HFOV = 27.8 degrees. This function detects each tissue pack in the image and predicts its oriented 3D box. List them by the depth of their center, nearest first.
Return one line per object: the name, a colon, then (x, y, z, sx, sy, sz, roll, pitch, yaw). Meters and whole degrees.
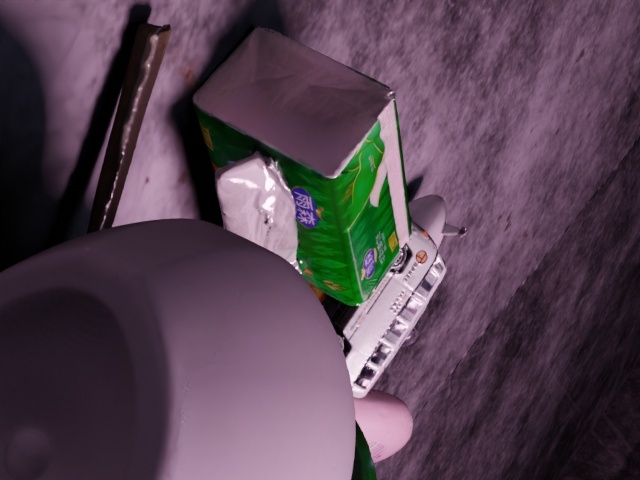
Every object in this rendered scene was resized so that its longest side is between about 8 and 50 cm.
tissue pack: (-0.023, -0.039, 1.085, 0.156, 0.148, 0.209, -52, 156, -24)

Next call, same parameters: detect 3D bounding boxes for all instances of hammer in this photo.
hammer: (-0.158, -0.016, 0.943, 0.125, 0.027, 0.297, -84, -170, -77)

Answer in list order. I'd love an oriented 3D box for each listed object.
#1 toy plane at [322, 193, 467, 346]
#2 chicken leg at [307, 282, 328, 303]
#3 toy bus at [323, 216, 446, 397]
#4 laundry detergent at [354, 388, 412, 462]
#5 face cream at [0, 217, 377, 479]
toy plane: (0.082, 0.039, 1.449, 0.255, 0.101, 0.251, -49, 144, -30)
chicken leg: (0.000, 0.000, 1.284, 0.234, 0.063, 0.105, -62, 151, 2)
toy bus: (0.054, 0.067, 1.319, 0.194, 0.089, 0.087, -57, -160, -2)
laundry detergent: (-0.026, 0.192, 1.353, 0.335, 0.159, 0.088, 20, 58, -61)
face cream: (-0.102, 0.146, 0.781, 0.312, 0.219, 0.357, -64, 159, -7)
